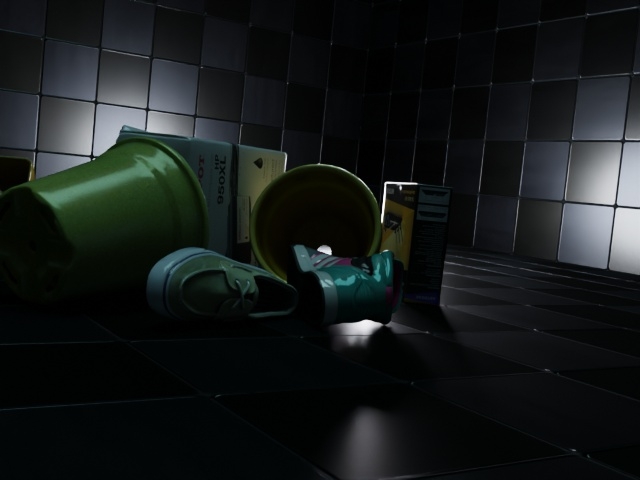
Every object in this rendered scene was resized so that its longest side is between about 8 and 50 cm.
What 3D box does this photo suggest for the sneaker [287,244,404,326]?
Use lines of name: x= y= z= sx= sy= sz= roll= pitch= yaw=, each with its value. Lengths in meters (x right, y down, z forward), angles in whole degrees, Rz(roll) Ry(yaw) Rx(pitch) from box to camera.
sneaker: x=0.048 y=0.066 z=1.339 sx=0.178 sy=0.124 sz=0.295 roll=-1 pitch=13 yaw=-15

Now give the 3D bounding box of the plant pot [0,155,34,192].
plant pot: x=-0.824 y=-0.091 z=1.991 sx=0.212 sy=0.212 sz=0.187 roll=5 pitch=-9 yaw=-7

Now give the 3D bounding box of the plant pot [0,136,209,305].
plant pot: x=-0.363 y=-0.016 z=1.257 sx=0.276 sy=0.276 sz=0.254 roll=8 pitch=16 yaw=32

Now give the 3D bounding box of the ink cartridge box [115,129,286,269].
ink cartridge box: x=-0.234 y=-0.057 z=1.584 sx=0.166 sy=0.286 sz=0.395 roll=8 pitch=5 yaw=23

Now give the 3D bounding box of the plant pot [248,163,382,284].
plant pot: x=0.000 y=0.000 z=1.605 sx=0.254 sy=0.254 sz=0.239 roll=6 pitch=-12 yaw=7

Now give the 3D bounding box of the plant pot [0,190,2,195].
plant pot: x=-0.757 y=-0.070 z=1.612 sx=0.274 sy=0.257 sz=0.256 roll=26 pitch=14 yaw=30

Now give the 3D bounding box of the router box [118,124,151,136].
router box: x=-0.363 y=-0.135 z=2.023 sx=0.335 sy=0.082 sz=0.301 roll=15 pitch=39 yaw=-19

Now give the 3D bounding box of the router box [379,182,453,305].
router box: x=0.197 y=-0.003 z=1.737 sx=0.081 sy=0.243 sz=0.309 roll=5 pitch=3 yaw=-8

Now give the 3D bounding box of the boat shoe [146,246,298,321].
boat shoe: x=-0.137 y=0.071 z=1.200 sx=0.094 sy=0.109 sz=0.302 roll=10 pitch=3 yaw=29
